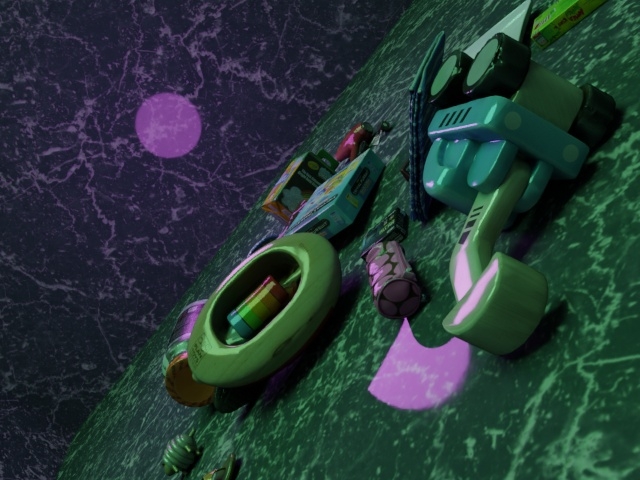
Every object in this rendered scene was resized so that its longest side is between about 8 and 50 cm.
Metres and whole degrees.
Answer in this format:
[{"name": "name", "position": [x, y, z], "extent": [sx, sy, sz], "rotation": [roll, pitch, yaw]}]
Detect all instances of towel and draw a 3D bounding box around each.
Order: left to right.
[{"name": "towel", "position": [0.234, -0.231, 1.241], "extent": [0.336, 0.040, 0.243], "rotation": [81, -154, -43]}]

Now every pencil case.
[{"name": "pencil case", "position": [0.141, 0.067, 1.132], "extent": [0.209, 0.095, 0.098], "rotation": [-101, 19, -69]}]

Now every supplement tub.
[{"name": "supplement tub", "position": [-0.354, 0.333, 1.755], "extent": [0.207, 0.207, 0.338], "rotation": [-49, 15, 13]}]

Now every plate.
[{"name": "plate", "position": [0.448, -0.488, 1.570], "extent": [0.278, 0.045, 0.277], "rotation": [-34, 23, 50]}]

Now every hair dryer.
[{"name": "hair dryer", "position": [0.121, -0.335, 2.118], "extent": [0.224, 0.080, 0.293], "rotation": [-55, 15, -9]}]

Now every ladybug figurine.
[{"name": "ladybug figurine", "position": [-0.122, 0.180, 1.390], "extent": [0.449, 0.162, 0.305], "rotation": [-42, 44, 0]}]

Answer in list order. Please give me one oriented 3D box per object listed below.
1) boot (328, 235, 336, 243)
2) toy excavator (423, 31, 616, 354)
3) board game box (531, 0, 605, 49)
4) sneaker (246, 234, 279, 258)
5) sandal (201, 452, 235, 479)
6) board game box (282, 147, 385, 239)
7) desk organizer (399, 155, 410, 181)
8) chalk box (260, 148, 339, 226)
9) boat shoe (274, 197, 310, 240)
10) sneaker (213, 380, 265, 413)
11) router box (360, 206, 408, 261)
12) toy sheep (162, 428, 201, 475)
[{"name": "boot", "position": [-0.001, 0.000, 1.782], "extent": [0.121, 0.045, 0.099], "rotation": [-51, 16, -22]}, {"name": "toy excavator", "position": [0.273, -0.077, 0.924], "extent": [0.445, 0.222, 0.433], "rotation": [-65, 13, 1]}, {"name": "board game box", "position": [0.562, -0.520, 1.310], "extent": [0.181, 0.043, 0.092], "rotation": [-36, 22, 47]}, {"name": "sneaker", "position": [-0.246, 0.101, 2.147], "extent": [0.296, 0.112, 0.131], "rotation": [-54, 15, -9]}, {"name": "sandal", "position": [-0.243, 0.538, 1.265], "extent": [0.180, 0.049, 0.072], "rotation": [-53, 15, -1]}, {"name": "board game box", "position": [0.037, -0.110, 1.742], "extent": [0.254, 0.079, 0.336], "rotation": [-34, 15, 38]}, {"name": "desk organizer", "position": [0.255, -0.218, 1.524], "extent": [0.130, 0.047, 0.050], "rotation": [-55, 13, -10]}, {"name": "chalk box", "position": [-0.046, -0.191, 2.097], "extent": [0.289, 0.180, 0.179], "rotation": [-56, 16, -18]}, {"name": "boat shoe", "position": [-0.085, 0.011, 1.914], "extent": [0.302, 0.098, 0.109], "rotation": [-60, 26, -7]}, {"name": "sneaker", "position": [-0.194, 0.334, 1.525], "extent": [0.130, 0.109, 0.286], "rotation": [-51, 5, 46]}, {"name": "router box", "position": [0.150, -0.010, 1.373], "extent": [0.122, 0.038, 0.092], "rotation": [-43, 18, 31]}, {"name": "toy sheep", "position": [-0.360, 0.550, 1.519], "extent": [0.132, 0.091, 0.091], "rotation": [-54, 15, -9]}]
